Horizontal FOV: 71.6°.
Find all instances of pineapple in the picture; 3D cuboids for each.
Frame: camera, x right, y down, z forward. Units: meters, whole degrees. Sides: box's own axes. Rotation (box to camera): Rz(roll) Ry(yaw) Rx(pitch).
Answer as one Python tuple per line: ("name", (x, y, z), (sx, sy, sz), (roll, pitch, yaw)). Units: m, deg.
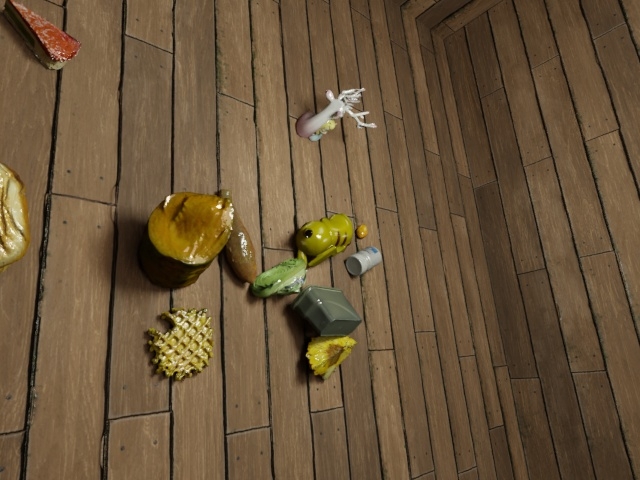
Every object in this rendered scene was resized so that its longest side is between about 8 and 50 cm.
("pineapple", (0.016, 0.474, 1.823), (0.250, 0.140, 0.164), (-27, 138, -35))

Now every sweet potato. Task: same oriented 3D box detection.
("sweet potato", (-0.319, -0.017, 1.671), (0.109, 0.109, 0.385), (-12, 83, -45))

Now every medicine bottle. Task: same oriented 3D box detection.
("medicine bottle", (0.208, 0.097, 2.129), (0.168, 0.105, 0.105), (-23, 91, -46))

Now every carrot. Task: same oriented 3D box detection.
("carrot", (-0.438, -0.001, 1.416), (0.242, 0.340, 0.241), (18, 51, -24))

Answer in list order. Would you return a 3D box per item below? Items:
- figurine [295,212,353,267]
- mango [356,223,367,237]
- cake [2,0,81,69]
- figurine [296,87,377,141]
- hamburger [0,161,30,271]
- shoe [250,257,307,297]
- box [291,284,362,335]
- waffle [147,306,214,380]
("figurine", (0.005, -0.002, 1.937), (0.327, 0.218, 0.169), (-12, 43, -39))
("mango", (0.210, -0.048, 2.226), (0.060, 0.046, 0.089), (43, 45, -23))
("cake", (-0.876, -0.622, 1.371), (0.220, 0.086, 0.116), (29, 54, -35))
("figurine", (0.077, -0.607, 2.119), (0.284, 0.316, 0.206), (-6, 84, -46))
("hamburger", (-0.887, -0.060, 1.087), (0.284, 0.174, 0.304), (0, 75, -42))
("shoe", (-0.144, 0.158, 1.742), (0.262, 0.140, 0.128), (-39, 107, -42))
("box", (0.034, 0.286, 1.794), (0.274, 0.138, 0.178), (13, 29, -53))
("waffle", (-0.446, 0.333, 1.454), (0.229, 0.051, 0.231), (-1, 76, -47))
